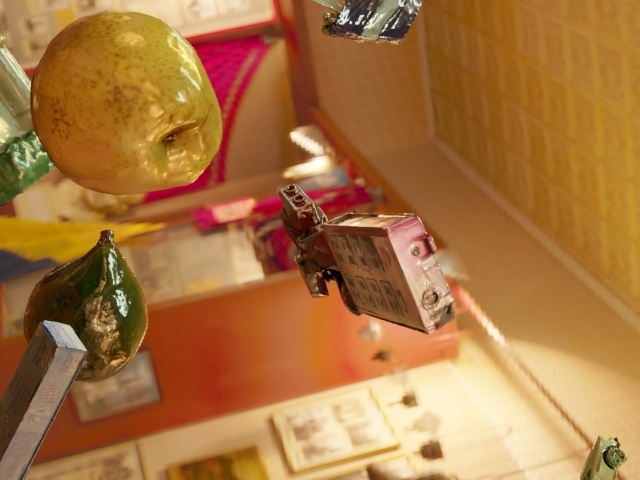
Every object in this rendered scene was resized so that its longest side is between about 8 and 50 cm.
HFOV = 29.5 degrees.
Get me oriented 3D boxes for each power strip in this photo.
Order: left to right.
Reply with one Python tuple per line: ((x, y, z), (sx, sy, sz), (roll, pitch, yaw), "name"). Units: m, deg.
((0.064, 0.028, 1.211), (0.109, 0.037, 0.279), (67, -11, -6), "power strip")

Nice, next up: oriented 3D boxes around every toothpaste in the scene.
((-0.396, 0.238, 1.624), (0.066, 0.053, 0.272), (45, -67, 44), "toothpaste")

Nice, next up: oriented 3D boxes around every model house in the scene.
((-0.514, -0.179, 1.562), (0.325, 0.267, 0.194), (57, 24, -16), "model house")

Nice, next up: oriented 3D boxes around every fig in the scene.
((-0.367, 0.100, 1.929), (0.195, 0.195, 0.245), (-114, -146, -50), "fig")

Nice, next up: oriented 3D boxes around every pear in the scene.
((-0.166, -0.118, 1.075), (0.178, 0.178, 0.178), (167, -90, -80), "pear")

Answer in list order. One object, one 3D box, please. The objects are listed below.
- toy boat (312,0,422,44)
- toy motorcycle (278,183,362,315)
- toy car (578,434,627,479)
((0.001, -0.324, 1.371), (0.291, 0.210, 0.070), (43, -51, 15), "toy boat")
((-0.001, 0.000, 1.499), (0.213, 0.082, 0.122), (50, -25, 47), "toy motorcycle")
((0.331, 0.326, 1.492), (0.093, 0.058, 0.186), (95, 13, -58), "toy car")
